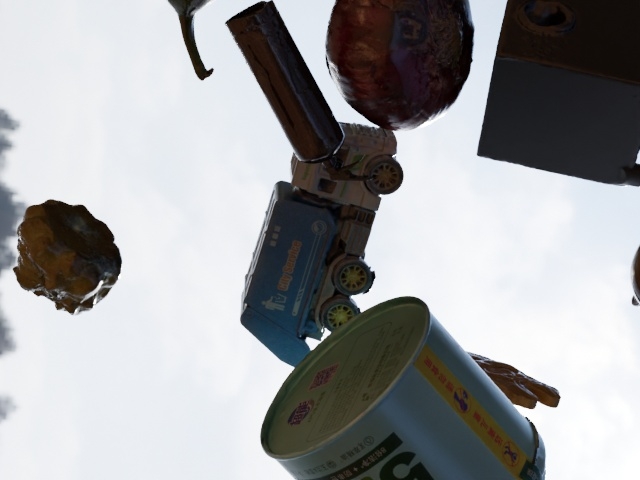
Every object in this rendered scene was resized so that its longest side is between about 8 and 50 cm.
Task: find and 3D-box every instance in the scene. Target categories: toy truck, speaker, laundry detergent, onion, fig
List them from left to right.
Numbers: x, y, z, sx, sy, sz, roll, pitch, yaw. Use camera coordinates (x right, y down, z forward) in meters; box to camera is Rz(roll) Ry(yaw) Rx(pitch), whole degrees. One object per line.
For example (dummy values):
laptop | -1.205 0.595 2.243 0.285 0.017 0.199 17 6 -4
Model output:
fig | -0.195 -0.382 2.031 0.151 0.151 0.259 -114 -148 -60
toy truck | 0.000 0.000 1.966 0.146 0.175 0.367 -105 -147 -74
onion | 0.105 -0.274 1.826 0.190 0.246 0.246 13 -84 31
laundry detergent | 0.124 0.277 1.769 0.287 0.305 0.287 -38 -163 14
speaker | 0.363 -0.224 1.860 0.232 0.254 0.184 92 13 -56

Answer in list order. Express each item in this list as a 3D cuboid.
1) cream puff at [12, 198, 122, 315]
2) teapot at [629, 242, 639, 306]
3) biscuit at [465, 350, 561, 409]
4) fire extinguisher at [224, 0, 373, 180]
cream puff | -0.321 0.026 1.661 0.116 0.146 0.146 -50 -149 26
teapot | 0.532 0.007 1.953 0.135 0.178 0.252 51 -57 45
biscuit | 0.332 0.252 2.480 0.236 0.144 0.040 29 -77 44
fire extinguisher | -0.024 -0.185 1.748 0.089 0.267 0.072 -19 -162 34
